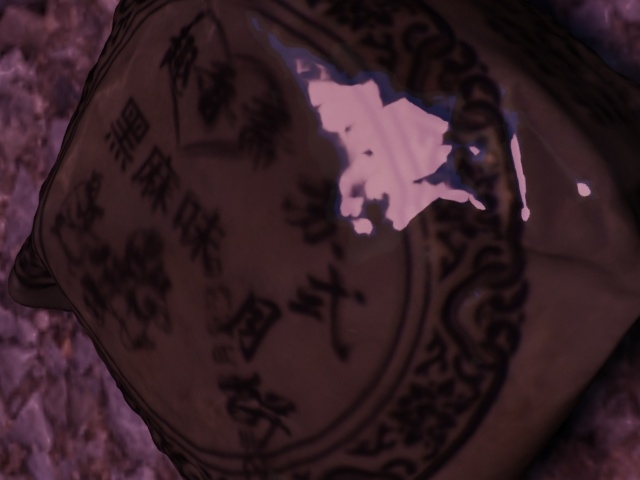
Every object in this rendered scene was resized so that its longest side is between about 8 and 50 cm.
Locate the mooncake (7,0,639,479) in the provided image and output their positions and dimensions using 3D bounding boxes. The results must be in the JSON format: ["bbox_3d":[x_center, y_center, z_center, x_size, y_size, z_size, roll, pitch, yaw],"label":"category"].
[{"bbox_3d":[-0.004,0.000,0.719,0.254,0.136,0.250,44,123,24],"label":"mooncake"}]
